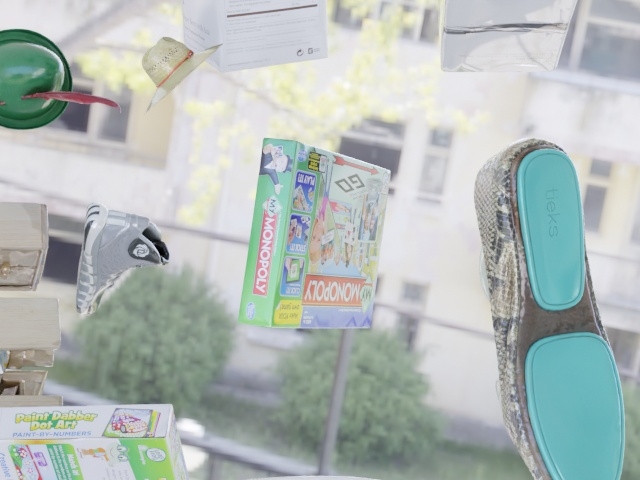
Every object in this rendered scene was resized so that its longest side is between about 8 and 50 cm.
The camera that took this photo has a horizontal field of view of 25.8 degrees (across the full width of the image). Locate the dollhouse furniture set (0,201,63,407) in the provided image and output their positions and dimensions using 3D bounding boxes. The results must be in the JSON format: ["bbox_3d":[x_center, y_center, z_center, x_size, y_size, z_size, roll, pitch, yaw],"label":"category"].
[{"bbox_3d":[-0.495,0.155,1.861,0.256,0.394,0.362,1,-25,-17],"label":"dollhouse furniture set"}]

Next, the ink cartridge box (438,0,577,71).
[{"bbox_3d":[0.228,-0.402,1.712,0.166,0.286,0.395,0,-13,3],"label":"ink cartridge box"}]

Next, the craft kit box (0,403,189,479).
[{"bbox_3d":[-0.273,0.288,1.594,0.246,0.250,0.061,0,42,7],"label":"craft kit box"}]

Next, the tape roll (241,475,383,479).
[{"bbox_3d":[-0.027,0.393,1.848,0.392,0.072,0.392,-1,-25,0],"label":"tape roll"}]

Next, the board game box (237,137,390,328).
[{"bbox_3d":[0.000,0.000,1.707,0.046,0.214,0.317,7,0,23],"label":"board game box"}]

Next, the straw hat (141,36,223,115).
[{"bbox_3d":[-0.199,-0.233,1.830,0.061,0.144,0.144,47,6,-8],"label":"straw hat"}]

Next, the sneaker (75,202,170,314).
[{"bbox_3d":[-0.295,0.040,2.097,0.132,0.229,0.086,6,50,-10],"label":"sneaker"}]

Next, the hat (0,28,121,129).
[{"bbox_3d":[-0.454,-0.275,2.255,0.208,0.173,0.183,-3,-3,-25],"label":"hat"}]

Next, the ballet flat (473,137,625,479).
[{"bbox_3d":[0.283,0.113,1.813,0.164,0.483,0.182,-4,-9,-24],"label":"ballet flat"}]

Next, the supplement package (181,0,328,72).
[{"bbox_3d":[-0.103,-0.417,2.050,0.175,0.293,0.177,-11,24,-21],"label":"supplement package"}]
